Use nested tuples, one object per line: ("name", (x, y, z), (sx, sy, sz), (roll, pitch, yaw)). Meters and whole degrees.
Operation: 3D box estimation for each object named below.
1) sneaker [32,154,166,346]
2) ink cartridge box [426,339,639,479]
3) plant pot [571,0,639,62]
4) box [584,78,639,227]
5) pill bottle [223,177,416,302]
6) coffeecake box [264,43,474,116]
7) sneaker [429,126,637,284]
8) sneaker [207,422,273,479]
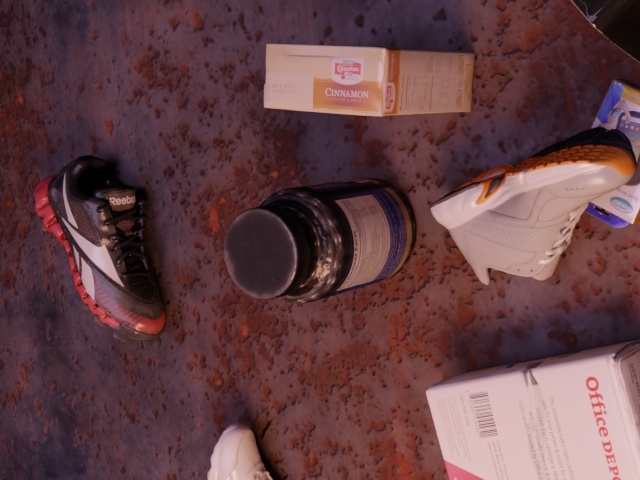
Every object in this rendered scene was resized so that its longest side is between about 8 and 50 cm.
("sneaker", (-0.274, 0.004, 1.454), (0.135, 0.098, 0.276), (-43, 71, 34))
("ink cartridge box", (0.237, 0.200, 1.131), (0.218, 0.092, 0.158), (-16, 87, 37))
("plant pot", (0.266, -0.285, 0.948), (0.167, 0.187, 0.188), (-40, 72, 22))
("box", (0.298, -0.081, 1.089), (0.081, 0.028, 0.136), (32, 112, 28))
("pill bottle", (0.000, 0.000, 1.189), (0.123, 0.219, 0.122), (6, 100, 34))
("coffeecake box", (0.053, -0.167, 1.149), (0.142, 0.185, 0.068), (9, 102, 34))
("sneaker", (0.224, -0.025, 1.091), (0.121, 0.099, 0.262), (62, 151, -4))
("sneaker", (-0.065, 0.334, 1.374), (0.115, 0.090, 0.232), (-5, 103, 29))
